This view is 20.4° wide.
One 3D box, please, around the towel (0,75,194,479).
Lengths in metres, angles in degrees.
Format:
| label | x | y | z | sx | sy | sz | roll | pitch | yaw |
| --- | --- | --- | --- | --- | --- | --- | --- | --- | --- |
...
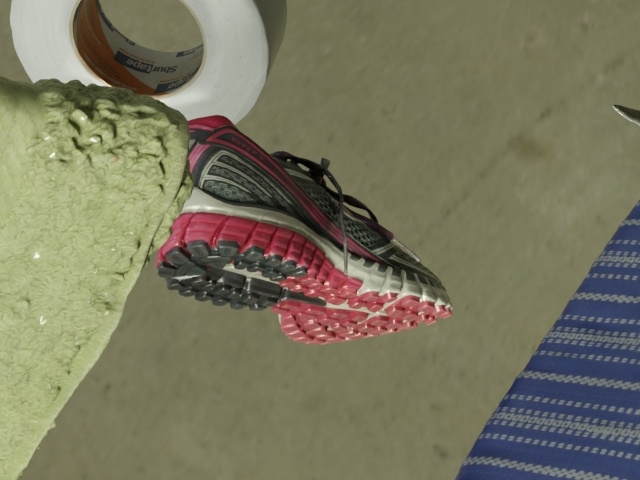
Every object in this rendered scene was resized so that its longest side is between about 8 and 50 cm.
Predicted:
| label | x | y | z | sx | sy | sz | roll | pitch | yaw |
| --- | --- | --- | --- | --- | --- | --- | --- | --- | --- |
| towel | -0.102 | 0.016 | 0.401 | 0.110 | 0.027 | 0.148 | 14 | 126 | -27 |

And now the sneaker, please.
| label | x | y | z | sx | sy | sz | roll | pitch | yaw |
| --- | --- | --- | --- | --- | --- | --- | --- | --- | --- |
| sneaker | 0.000 | 0.000 | 1.292 | 0.121 | 0.299 | 0.112 | -16 | 65 | 29 |

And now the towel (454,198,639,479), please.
| label | x | y | z | sx | sy | sz | roll | pitch | yaw |
| --- | --- | --- | --- | --- | --- | --- | --- | --- | --- |
| towel | 0.239 | 0.070 | 1.093 | 0.243 | 0.336 | 0.040 | 3 | 135 | 46 |

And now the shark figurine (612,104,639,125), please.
| label | x | y | z | sx | sy | sz | roll | pitch | yaw |
| --- | --- | --- | --- | --- | --- | --- | --- | --- | --- |
| shark figurine | 0.379 | -0.182 | 1.510 | 0.278 | 0.166 | 0.116 | -43 | 81 | 12 |

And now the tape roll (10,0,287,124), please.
| label | x | y | z | sx | sy | sz | roll | pitch | yaw |
| --- | --- | --- | --- | --- | --- | --- | --- | --- | --- |
| tape roll | -0.141 | -0.183 | 1.463 | 0.219 | 0.072 | 0.219 | 7 | 129 | 9 |
